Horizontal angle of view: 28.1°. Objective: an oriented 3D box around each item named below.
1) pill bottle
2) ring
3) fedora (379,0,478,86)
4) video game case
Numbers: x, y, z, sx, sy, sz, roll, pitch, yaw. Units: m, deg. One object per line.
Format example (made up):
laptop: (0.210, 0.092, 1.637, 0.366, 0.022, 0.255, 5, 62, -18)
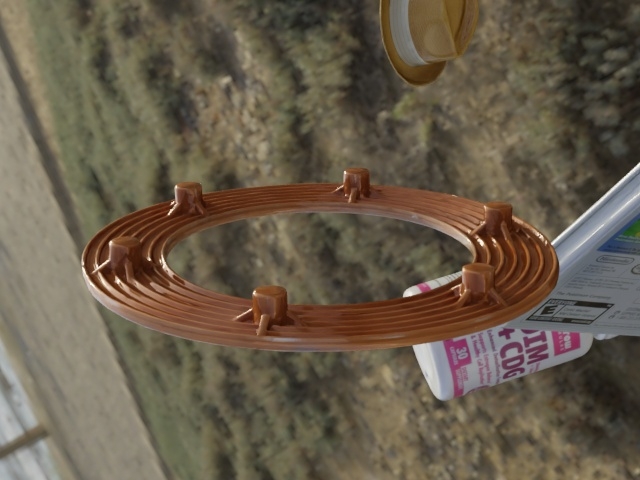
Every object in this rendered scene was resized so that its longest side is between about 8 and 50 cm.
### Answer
pill bottle: (0.267, 0.099, 1.720, 0.160, 0.283, 0.160, 162, 90, -85)
ring: (0.000, 0.000, 0.908, 0.336, 0.337, 0.032, 27, 123, 55)
fedora: (0.152, -0.297, 1.670, 0.079, 0.194, 0.194, 7, 127, 38)
video game case: (0.362, -0.003, 1.166, 0.300, 0.329, 0.036, -48, 48, 41)
